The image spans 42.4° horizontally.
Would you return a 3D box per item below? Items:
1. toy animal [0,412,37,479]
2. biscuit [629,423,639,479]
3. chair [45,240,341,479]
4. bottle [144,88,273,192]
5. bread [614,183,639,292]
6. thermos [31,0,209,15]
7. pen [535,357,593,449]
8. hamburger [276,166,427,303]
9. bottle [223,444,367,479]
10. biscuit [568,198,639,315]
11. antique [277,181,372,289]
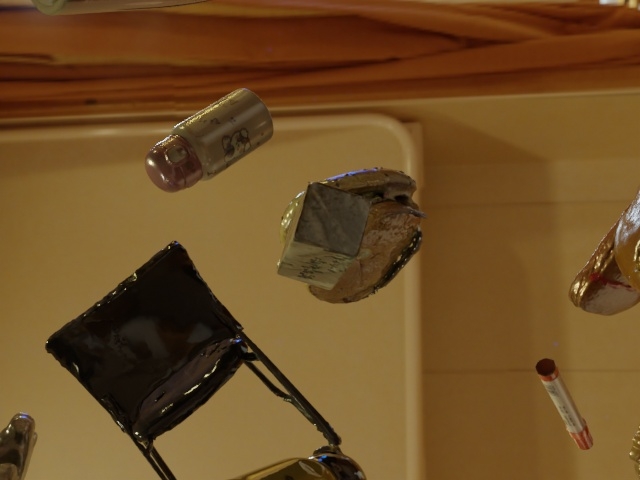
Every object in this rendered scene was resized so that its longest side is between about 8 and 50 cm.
[{"bbox_3d":[-0.500,0.374,1.089,0.266,0.188,0.307,103,174,-75],"label":"toy animal"},{"bbox_3d":[0.524,0.293,1.216,0.050,0.170,0.170,22,123,50],"label":"biscuit"},{"bbox_3d":[-0.114,0.114,0.674,0.221,0.140,0.145,55,164,-20],"label":"chair"},{"bbox_3d":[-0.197,-0.167,1.430,0.233,0.110,0.109,-37,-42,-30],"label":"bottle"},{"bbox_3d":[0.438,-0.026,0.849,0.270,0.148,0.269,-47,23,27],"label":"bread"},{"bbox_3d":[-0.095,-0.260,0.640,0.176,0.265,0.145,48,137,35],"label":"thermos"},{"bbox_3d":[0.322,0.218,1.077,0.239,0.028,0.028,52,-147,-45],"label":"pen"},{"bbox_3d":[0.058,-0.010,1.745,0.277,0.318,0.195,6,-131,-42],"label":"hamburger"},{"bbox_3d":[-0.046,0.464,1.432,0.351,0.172,0.171,-2,-89,-52],"label":"bottle"},{"bbox_3d":[0.587,0.031,1.468,0.277,0.262,0.052,-57,43,15],"label":"biscuit"},{"bbox_3d":[0.000,0.000,1.128,0.183,0.088,0.086,120,167,-69],"label":"antique"}]
